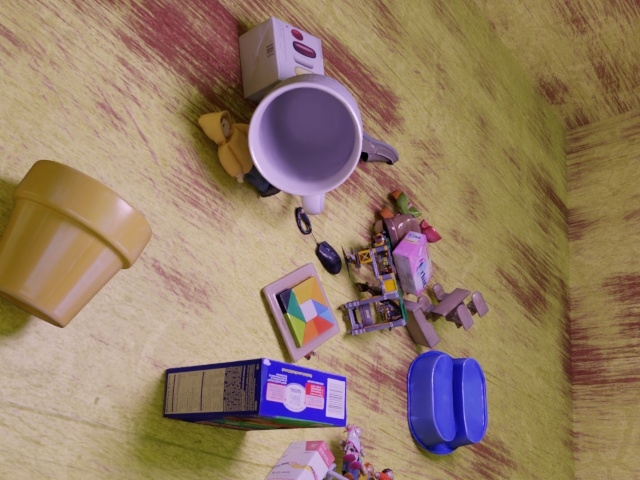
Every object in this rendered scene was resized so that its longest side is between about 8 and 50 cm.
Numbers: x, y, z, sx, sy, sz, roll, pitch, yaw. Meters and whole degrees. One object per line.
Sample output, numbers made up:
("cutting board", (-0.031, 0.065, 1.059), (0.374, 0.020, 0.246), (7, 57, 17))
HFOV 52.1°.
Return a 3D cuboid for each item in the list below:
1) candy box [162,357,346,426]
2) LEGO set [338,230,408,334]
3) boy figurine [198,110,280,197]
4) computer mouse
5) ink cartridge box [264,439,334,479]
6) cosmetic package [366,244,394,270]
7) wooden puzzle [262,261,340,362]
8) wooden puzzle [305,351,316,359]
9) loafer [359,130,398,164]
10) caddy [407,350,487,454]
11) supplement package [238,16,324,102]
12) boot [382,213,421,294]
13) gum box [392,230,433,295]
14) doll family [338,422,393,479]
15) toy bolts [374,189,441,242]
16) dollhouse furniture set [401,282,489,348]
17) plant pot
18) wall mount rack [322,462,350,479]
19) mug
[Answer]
("candy box", (-0.146, 0.346, 1.440), (0.268, 0.317, 0.122), (24, 62, -43))
("LEGO set", (0.144, 0.147, 2.018), (0.255, 0.192, 0.332), (-56, 132, -78))
("boy figurine", (-0.206, -0.246, 1.745), (0.285, 0.092, 0.177), (48, 48, -35))
("computer mouse", (0.000, 0.000, 1.953), (0.242, 0.041, 0.071), (56, 43, -21))
("ink cartridge box", (-0.065, 0.588, 1.620), (0.067, 0.115, 0.198), (61, 40, -15))
("cosmetic package", (0.200, 0.062, 2.162), (0.041, 0.060, 0.115), (-22, 97, -52))
("wooden puzzle", (-0.042, 0.194, 1.828), (0.238, 0.044, 0.221), (-28, 97, -51))
("wooden puzzle", (-0.039, 0.300, 1.834), (0.083, 0.006, 0.049), (49, 45, -29))
("loafer", (0.162, -0.305, 2.227), (0.251, 0.094, 0.088), (22, 86, -35))
("caddy", (0.410, 0.532, 2.177), (0.241, 0.179, 0.342), (11, 68, -23))
("supplement package", (-0.109, -0.500, 1.897), (0.203, 0.149, 0.194), (7, 73, -49))
("boot", (0.291, 0.049, 2.174), (0.112, 0.115, 0.305), (-118, -168, -57))
("gum box", (0.298, 0.078, 2.086), (0.107, 0.062, 0.188), (-48, 137, -31))
("doll family", (0.105, 0.629, 1.813), (0.263, 0.118, 0.163), (57, 18, -14))
("toy bolts", (0.282, -0.045, 2.280), (0.228, 0.158, 0.218), (47, 5, -17))
("dollhouse furniture set", (0.401, 0.223, 2.239), (0.242, 0.212, 0.161), (-37, 111, -21))
("plant pot", (-0.483, 0.019, 1.217), (0.254, 0.254, 0.239), (43, 64, -34))
("wall mount rack", (-0.005, 0.753, 1.639), (0.350, 0.130, 0.304), (-47, 153, -44))
("mug", (-0.026, -0.250, 1.718), (0.328, 0.276, 0.374), (-81, 168, -68))
